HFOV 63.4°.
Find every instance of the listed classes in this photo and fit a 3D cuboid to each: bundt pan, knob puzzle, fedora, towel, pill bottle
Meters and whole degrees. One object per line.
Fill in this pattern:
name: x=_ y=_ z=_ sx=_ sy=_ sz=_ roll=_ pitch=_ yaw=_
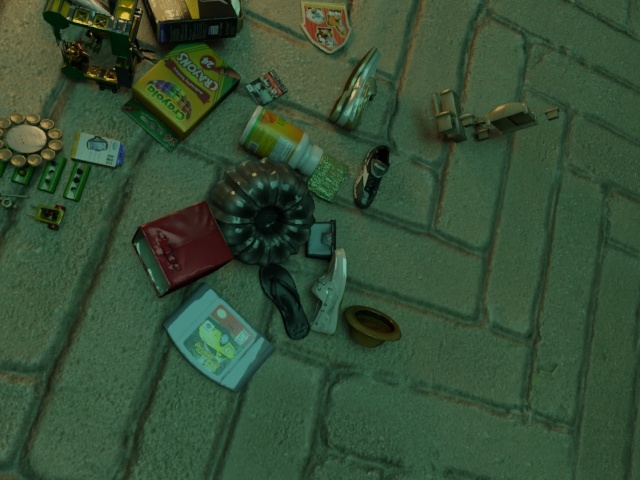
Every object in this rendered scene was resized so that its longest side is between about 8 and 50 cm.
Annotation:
bundt pan: x=-0.154 y=-0.066 z=1.493 sx=0.330 sy=0.124 sz=0.331 roll=-10 pitch=115 yaw=-23
knob puzzle: x=0.024 y=-0.746 z=1.810 sx=0.213 sy=0.030 sz=0.213 roll=4 pitch=79 yaw=-19
fedora: x=0.156 y=0.280 z=1.624 sx=0.194 sy=0.194 sz=0.079 roll=16 pitch=112 yaw=-16
towel: x=0.023 y=-0.209 z=1.713 sx=0.110 sy=0.027 sz=0.148 roll=30 pitch=73 yaw=-11
pill bottle: x=-0.119 y=-0.301 z=1.620 sx=0.245 sy=0.136 sz=0.136 roll=29 pitch=72 yaw=-13

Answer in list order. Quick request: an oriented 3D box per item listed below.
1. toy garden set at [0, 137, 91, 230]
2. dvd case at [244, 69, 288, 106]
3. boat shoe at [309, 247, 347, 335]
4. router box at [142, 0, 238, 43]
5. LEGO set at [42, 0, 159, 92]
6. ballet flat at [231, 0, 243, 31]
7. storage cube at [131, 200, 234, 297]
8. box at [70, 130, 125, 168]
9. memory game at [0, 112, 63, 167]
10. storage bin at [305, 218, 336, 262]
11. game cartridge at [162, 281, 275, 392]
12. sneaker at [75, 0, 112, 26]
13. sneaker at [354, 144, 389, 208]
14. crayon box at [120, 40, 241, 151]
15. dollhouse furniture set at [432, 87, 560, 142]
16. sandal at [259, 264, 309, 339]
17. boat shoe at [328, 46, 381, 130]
toy garden set: x=-0.783 y=-0.154 z=1.404 sx=0.244 sy=0.049 sz=0.204 roll=18 pitch=75 yaw=-16
dvd case: x=-0.178 y=-0.498 z=1.702 sx=0.119 sy=0.013 sz=0.087 roll=-38 pitch=94 yaw=-23
boat shoe: x=0.019 y=0.155 z=1.577 sx=0.096 sy=0.098 sz=0.277 roll=9 pitch=99 yaw=-6
router box: x=-0.416 y=-0.747 z=1.581 sx=0.242 sy=0.081 sz=0.309 roll=-14 pitch=67 yaw=-21
LEGO set: x=-0.597 y=-0.582 z=1.416 sx=0.254 sy=0.331 sz=0.192 roll=7 pitch=70 yaw=-5
ballet flat: x=-0.285 y=-0.800 z=1.686 sx=0.080 sy=0.073 sz=0.233 roll=-10 pitch=83 yaw=-21
storage cube: x=-0.384 y=0.026 z=1.432 sx=0.193 sy=0.215 sz=0.184 roll=-26 pitch=89 yaw=-28
box: x=-0.636 y=-0.256 z=1.488 sx=0.136 sy=0.028 sz=0.081 roll=12 pitch=76 yaw=-20
memory game: x=-0.802 y=-0.275 z=1.411 sx=0.186 sy=0.012 sz=0.186 roll=10 pitch=57 yaw=-17
storage bin: x=0.000 y=0.000 z=1.636 sx=0.091 sy=0.098 sz=0.135 roll=2 pitch=80 yaw=-9
game cartridge: x=-0.298 y=0.289 z=1.496 sx=0.294 sy=0.060 sz=0.196 roll=44 pitch=73 yaw=-7
sneaker: x=-0.661 y=-0.732 z=1.524 sx=0.268 sy=0.101 sz=0.153 roll=31 pitch=74 yaw=-9
sneaker: x=0.176 y=-0.221 z=1.726 sx=0.078 sy=0.106 sz=0.234 roll=23 pitch=74 yaw=-13
crayon box: x=-0.419 y=-0.450 z=1.571 sx=0.202 sy=0.081 sz=0.319 roll=41 pitch=70 yaw=-9
dollhouse furniture set: x=0.604 y=-0.480 z=1.787 sx=0.303 sy=0.355 sz=0.174 roll=0 pitch=79 yaw=-59
sandal: x=-0.100 y=0.180 z=1.582 sx=0.097 sy=0.054 sz=0.255 roll=-29 pitch=91 yaw=-22
boat shoe: x=0.138 y=-0.514 z=1.771 sx=0.103 sy=0.113 sz=0.302 roll=30 pitch=82 yaw=-13
